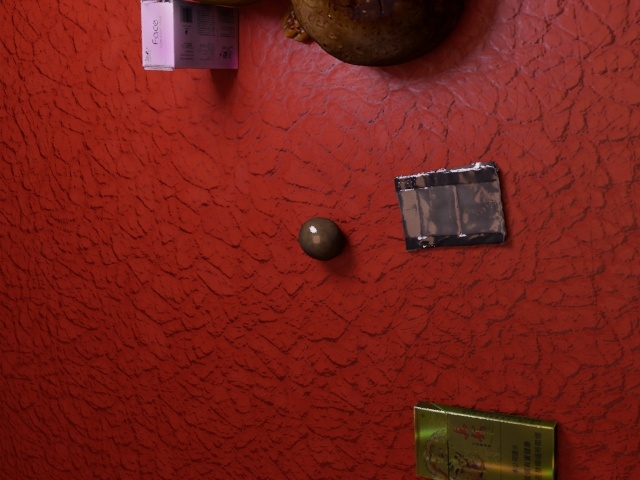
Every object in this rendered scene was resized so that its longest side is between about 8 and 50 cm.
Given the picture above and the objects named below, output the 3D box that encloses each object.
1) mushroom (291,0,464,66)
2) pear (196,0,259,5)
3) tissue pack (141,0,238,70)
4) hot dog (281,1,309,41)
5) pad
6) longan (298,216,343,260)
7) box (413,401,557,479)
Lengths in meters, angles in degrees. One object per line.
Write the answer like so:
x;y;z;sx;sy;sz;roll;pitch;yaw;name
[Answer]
0.103;-0.498;1.462;0.345;0.239;0.345;4;101;22;mushroom
-0.223;-0.675;1.539;0.362;0.362;0.418;-42;84;28;pear
-0.289;-0.455;1.679;0.093;0.246;0.148;8;104;26;tissue pack
0.002;-0.532;1.609;0.249;0.076;0.102;-40;78;29;hot dog
0.276;-0.068;1.596;0.233;0.022;0.174;-7;98;30;pad
0.000;0.000;1.716;0.106;0.106;0.119;45;156;13;longan
0.359;0.461;1.647;0.311;0.043;0.172;3;103;28;box
